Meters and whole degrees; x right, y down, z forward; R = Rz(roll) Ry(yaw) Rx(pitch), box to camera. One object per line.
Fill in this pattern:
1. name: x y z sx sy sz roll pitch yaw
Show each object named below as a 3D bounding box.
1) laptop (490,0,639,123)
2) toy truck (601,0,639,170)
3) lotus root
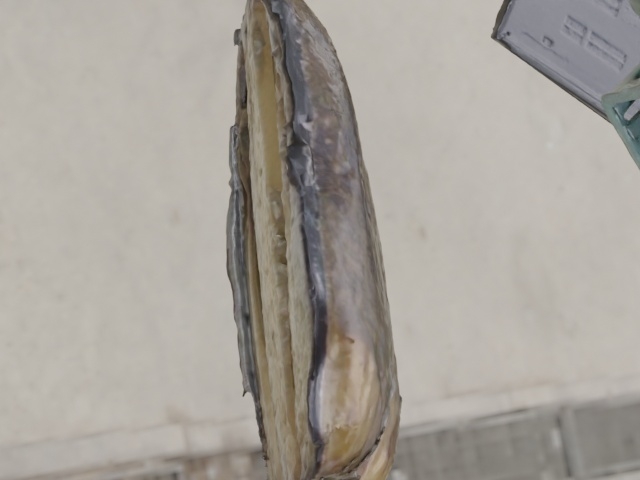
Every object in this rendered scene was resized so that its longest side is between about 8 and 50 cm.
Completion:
1. laptop: 0.228 -0.160 1.489 0.197 0.016 0.135 31 72 -24
2. toy truck: 0.216 -0.140 0.694 0.338 0.133 0.184 -38 116 -40
3. lotus root: 0.000 -0.001 1.061 0.078 0.167 0.329 2 62 -15
